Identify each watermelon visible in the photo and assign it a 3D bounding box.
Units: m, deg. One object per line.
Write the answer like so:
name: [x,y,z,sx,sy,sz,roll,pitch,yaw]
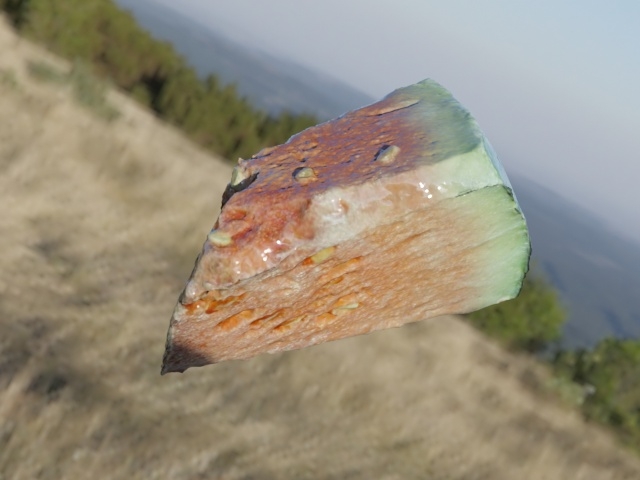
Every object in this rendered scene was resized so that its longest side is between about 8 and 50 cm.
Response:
watermelon: [0.000,0.000,1.042,0.193,0.257,0.139,80,-16,-56]
